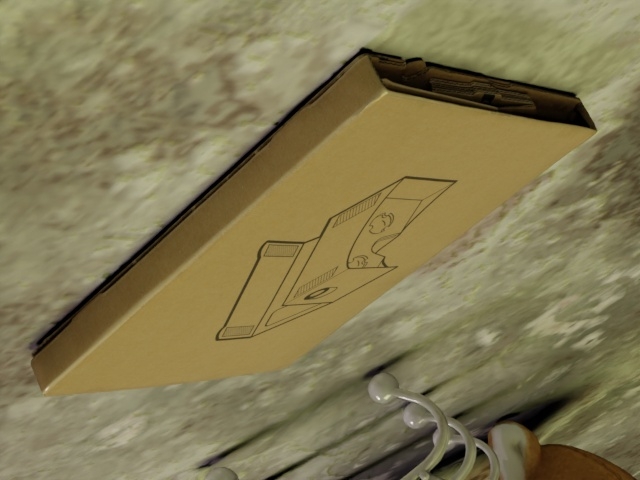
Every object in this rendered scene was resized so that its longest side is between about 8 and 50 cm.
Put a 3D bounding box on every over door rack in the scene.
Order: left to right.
[{"bbox_3d":[-0.030,0.227,0.964,0.324,0.108,0.239,-49,159,-1],"label":"over door rack"}]

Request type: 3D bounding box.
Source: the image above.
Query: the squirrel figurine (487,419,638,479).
[{"bbox_3d":[0.095,0.323,1.148,0.397,0.370,0.281,4,153,32],"label":"squirrel figurine"}]

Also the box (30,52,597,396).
[{"bbox_3d":[0.000,0.000,0.622,0.201,0.021,0.164,-40,156,29],"label":"box"}]
